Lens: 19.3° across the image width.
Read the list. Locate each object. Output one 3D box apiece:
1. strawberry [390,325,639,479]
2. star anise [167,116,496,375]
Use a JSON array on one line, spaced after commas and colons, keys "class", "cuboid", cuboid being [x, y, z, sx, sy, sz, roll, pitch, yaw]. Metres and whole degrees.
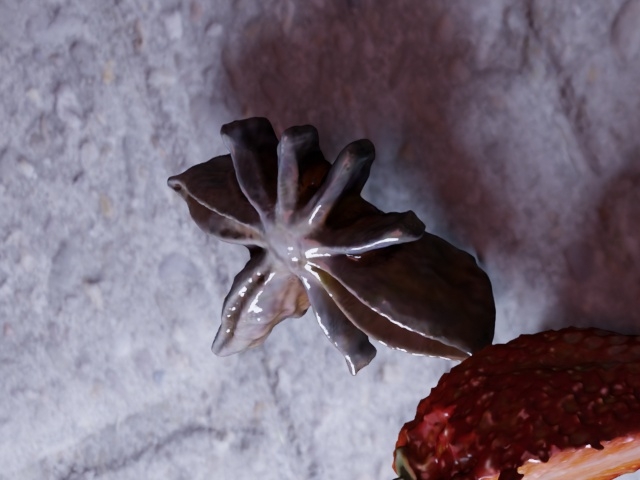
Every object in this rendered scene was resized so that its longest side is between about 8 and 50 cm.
[{"class": "strawberry", "cuboid": [0.146, 0.109, 1.210, 0.175, 0.236, 0.107, 115, 138, -71]}, {"class": "star anise", "cuboid": [-0.004, -0.001, 1.325, 0.257, 0.110, 0.198, -1, 114, 44]}]
